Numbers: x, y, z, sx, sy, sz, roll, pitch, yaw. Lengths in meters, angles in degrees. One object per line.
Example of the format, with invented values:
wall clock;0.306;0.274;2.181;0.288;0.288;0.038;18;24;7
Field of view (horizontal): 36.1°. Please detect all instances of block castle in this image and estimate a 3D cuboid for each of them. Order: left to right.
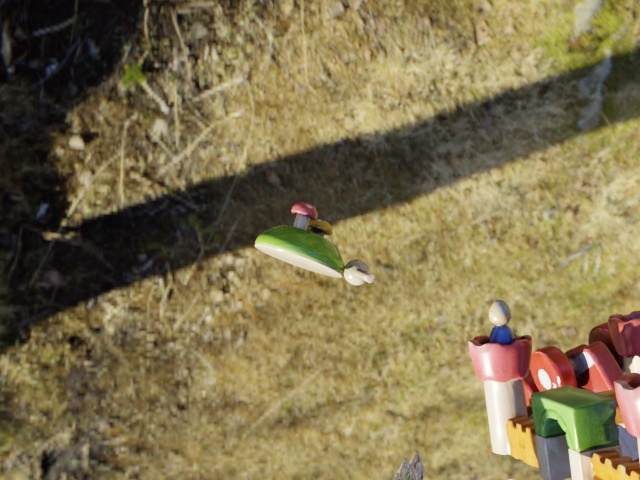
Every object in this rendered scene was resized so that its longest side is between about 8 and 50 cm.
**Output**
block castle;0.395;0.165;1.161;0.303;0.453;0.212;-8;92;-14

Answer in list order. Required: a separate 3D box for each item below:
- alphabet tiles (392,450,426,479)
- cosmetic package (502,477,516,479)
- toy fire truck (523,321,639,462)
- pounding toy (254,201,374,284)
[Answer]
alphabet tiles;0.171;0.593;2.188;0.009;0.237;0.198;20;150;29
cosmetic package;0.258;0.550;1.650;0.224;0.224;0.138;-21;130;31
toy fire truck;0.492;0.312;1.799;0.169;0.253;0.302;-18;158;-18
pounding toy;0.000;0.000;1.908;0.237;0.183;0.110;20;83;-3
